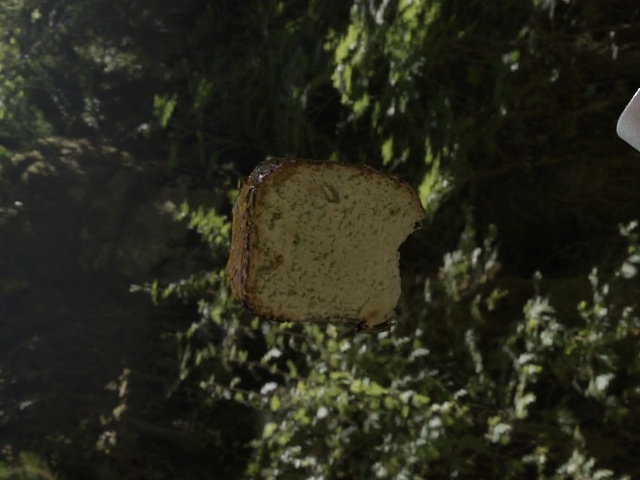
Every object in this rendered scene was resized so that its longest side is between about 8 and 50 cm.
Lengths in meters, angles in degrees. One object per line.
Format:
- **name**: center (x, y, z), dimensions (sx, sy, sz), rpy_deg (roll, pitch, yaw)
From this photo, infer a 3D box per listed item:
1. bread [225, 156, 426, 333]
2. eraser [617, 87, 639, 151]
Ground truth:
- **bread**: center (0.000, -0.002, 0.392), dimensions (0.070, 0.083, 0.076), rpy_deg (-136, 54, -72)
- **eraser**: center (0.171, -0.076, 0.337), dimensions (0.065, 0.026, 0.105), rpy_deg (11, -60, -39)
